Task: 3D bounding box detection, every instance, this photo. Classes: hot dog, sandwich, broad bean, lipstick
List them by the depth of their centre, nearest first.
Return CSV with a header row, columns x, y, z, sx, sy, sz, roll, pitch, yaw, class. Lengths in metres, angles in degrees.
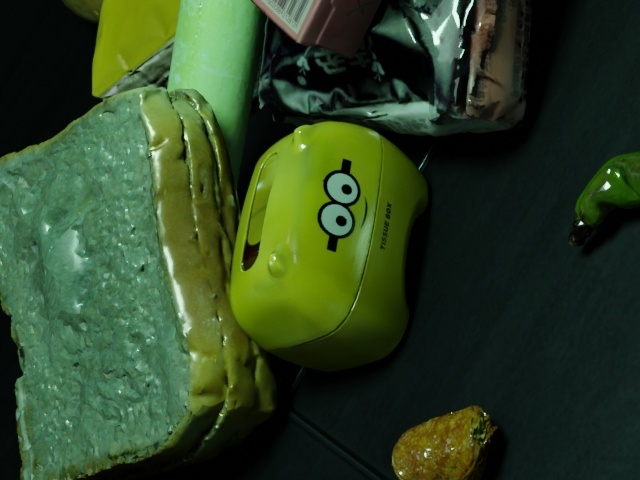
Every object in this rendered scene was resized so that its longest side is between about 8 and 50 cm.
x,y,z,sx,sy,sz,roll,pitch,yaw,class
0.231,-0.033,1.257,0.195,0.046,0.061,-10,68,56,broad bean
0.087,0.142,1.321,0.083,0.035,0.058,-26,45,41,hot dog
-0.163,0.045,1.575,0.271,0.099,0.301,-26,71,48,sandwich
-0.096,-0.102,1.620,0.076,0.076,0.304,37,120,57,lipstick

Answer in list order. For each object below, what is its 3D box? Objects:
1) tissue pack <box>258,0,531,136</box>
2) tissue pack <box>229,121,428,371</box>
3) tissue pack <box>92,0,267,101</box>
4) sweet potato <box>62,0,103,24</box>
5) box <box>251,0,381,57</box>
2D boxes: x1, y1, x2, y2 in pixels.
x,y,z,sx,sy,sz,roll,pitch,yaw,class
0.067,-0.245,1.499,0.245,0.123,0.332,3,88,56,tissue pack
0.000,0.000,1.469,0.123,0.127,0.178,-23,47,46,tissue pack
-0.080,-0.231,1.753,0.271,0.134,0.192,-33,40,34,tissue pack
-0.213,-0.276,2.022,0.346,0.079,0.108,15,65,53,sweet potato
-0.008,-0.219,1.451,0.156,0.060,0.111,48,120,43,box
